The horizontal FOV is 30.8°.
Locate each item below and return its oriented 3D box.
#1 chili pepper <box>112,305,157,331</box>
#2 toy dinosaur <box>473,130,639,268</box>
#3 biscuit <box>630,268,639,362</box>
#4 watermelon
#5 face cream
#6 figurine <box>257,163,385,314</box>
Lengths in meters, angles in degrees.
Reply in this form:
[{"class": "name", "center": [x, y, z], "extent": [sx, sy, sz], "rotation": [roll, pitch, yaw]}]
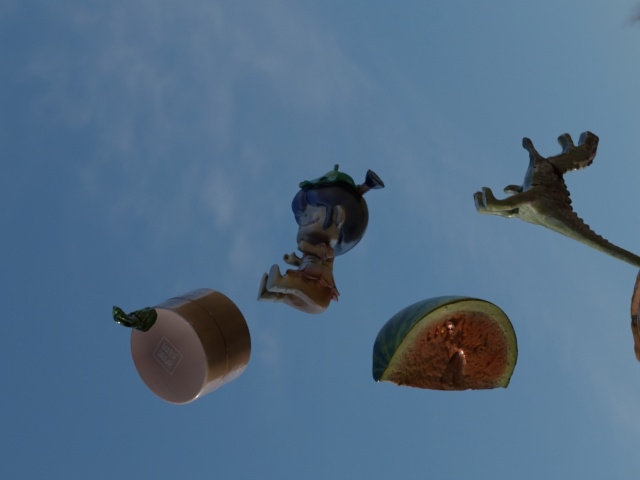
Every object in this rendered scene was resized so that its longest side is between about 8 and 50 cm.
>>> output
[{"class": "chili pepper", "center": [-0.250, 0.105, 1.562], "extent": [0.091, 0.030, 0.034], "rotation": [8, -98, -63]}, {"class": "toy dinosaur", "center": [0.298, -0.044, 1.450], "extent": [0.251, 0.200, 0.072], "rotation": [-101, 7, -51]}, {"class": "biscuit", "center": [0.445, 0.195, 1.231], "extent": [0.350, 0.078, 0.455], "rotation": [167, 82, -80]}, {"class": "watermelon", "center": [0.196, 0.157, 1.953], "extent": [0.303, 0.128, 0.159], "rotation": [7, -79, -39]}, {"class": "face cream", "center": [-0.189, 0.152, 1.696], "extent": [0.104, 0.149, 0.149], "rotation": [-22, -92, -53]}, {"class": "figurine", "center": [0.000, 0.000, 1.403], "extent": [0.102, 0.111, 0.195], "rotation": [25, -113, -14]}]
